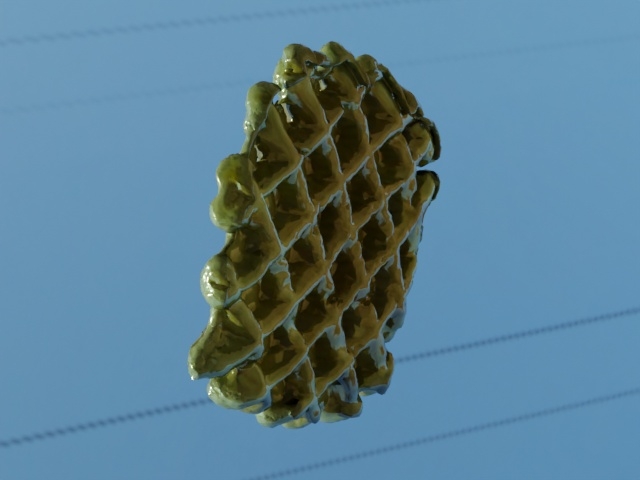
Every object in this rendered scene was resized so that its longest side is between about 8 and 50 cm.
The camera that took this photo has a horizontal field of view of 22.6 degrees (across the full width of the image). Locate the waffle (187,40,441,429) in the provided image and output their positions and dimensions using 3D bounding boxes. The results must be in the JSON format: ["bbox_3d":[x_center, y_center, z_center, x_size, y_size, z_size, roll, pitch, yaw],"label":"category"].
[{"bbox_3d":[0.000,0.000,0.758,0.036,0.169,0.183,10,-98,34],"label":"waffle"}]
